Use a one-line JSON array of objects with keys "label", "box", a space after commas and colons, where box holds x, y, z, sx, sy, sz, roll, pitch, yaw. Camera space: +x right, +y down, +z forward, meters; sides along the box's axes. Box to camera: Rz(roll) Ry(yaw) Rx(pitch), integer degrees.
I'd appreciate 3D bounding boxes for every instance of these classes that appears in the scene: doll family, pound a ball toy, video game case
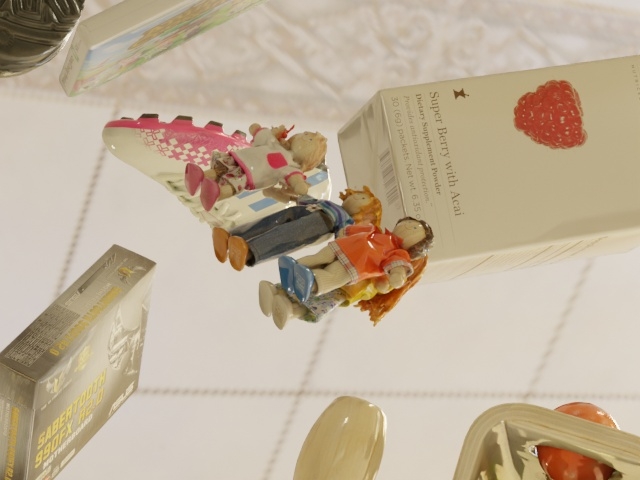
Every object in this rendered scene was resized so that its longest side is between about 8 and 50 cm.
[{"label": "doll family", "box": [0.000, 0.000, 1.610, 0.163, 0.263, 0.118, -18, 130, -27]}, {"label": "pound a ball toy", "box": [0.117, 0.167, 1.146, 0.319, 0.208, 0.136, 64, 44, -69]}, {"label": "video game case", "box": [-0.095, -0.179, 1.372, 0.212, 0.193, 0.023, -28, 90, -14]}]

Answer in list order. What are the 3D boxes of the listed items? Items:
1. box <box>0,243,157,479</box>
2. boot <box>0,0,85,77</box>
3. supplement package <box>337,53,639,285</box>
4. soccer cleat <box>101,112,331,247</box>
[{"label": "box", "box": [-0.256, 0.137, 1.848, 0.231, 0.056, 0.183, -49, 158, -50]}, {"label": "boot", "box": [-0.408, -0.189, 2.008, 0.146, 0.367, 0.445, 21, 133, -21]}, {"label": "supplement package", "box": [0.189, -0.066, 1.789, 0.293, 0.175, 0.178, -9, 81, -15]}, {"label": "soccer cleat", "box": [-0.123, -0.066, 2.241, 0.331, 0.116, 0.143, 12, 83, -35]}]
